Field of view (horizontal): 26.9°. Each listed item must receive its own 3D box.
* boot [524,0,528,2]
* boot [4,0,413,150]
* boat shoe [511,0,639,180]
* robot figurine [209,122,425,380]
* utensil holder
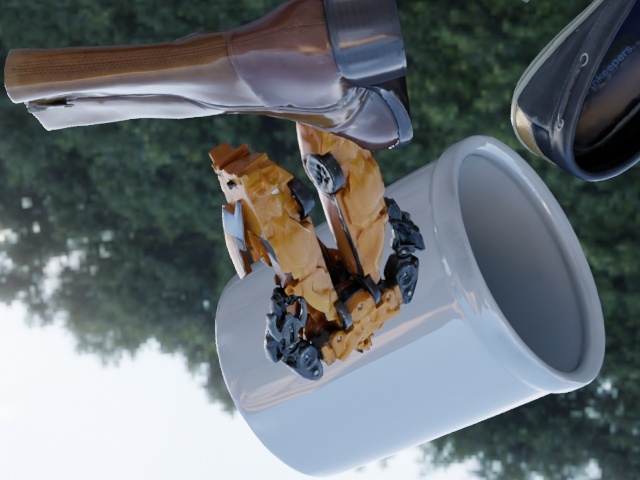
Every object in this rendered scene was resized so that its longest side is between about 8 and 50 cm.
[{"bbox_3d":[0.145,-0.262,1.204,0.106,0.037,0.114,-13,-118,-46],"label":"boot"},{"bbox_3d":[-0.074,-0.104,1.021,0.281,0.096,0.264,-10,176,4],"label":"boot"},{"bbox_3d":[0.399,-0.261,1.407,0.187,0.500,0.156,31,-159,-25],"label":"boat shoe"},{"bbox_3d":[0.000,0.000,1.328,0.211,0.291,0.085,-38,-137,-22],"label":"robot figurine"},{"bbox_3d":[0.106,0.094,1.686,0.386,0.327,0.327,-27,-169,30],"label":"utensil holder"}]
